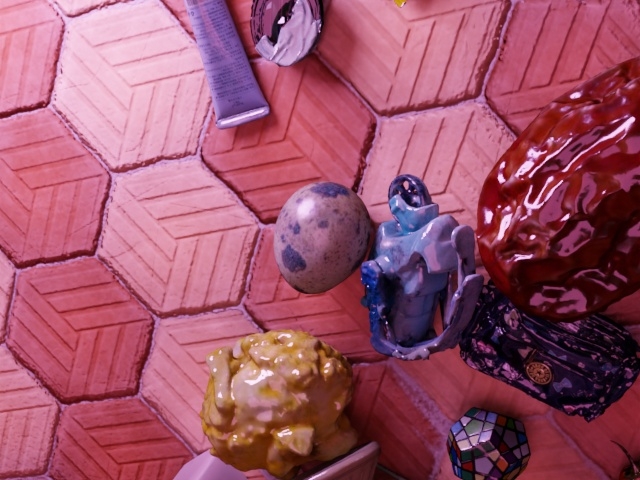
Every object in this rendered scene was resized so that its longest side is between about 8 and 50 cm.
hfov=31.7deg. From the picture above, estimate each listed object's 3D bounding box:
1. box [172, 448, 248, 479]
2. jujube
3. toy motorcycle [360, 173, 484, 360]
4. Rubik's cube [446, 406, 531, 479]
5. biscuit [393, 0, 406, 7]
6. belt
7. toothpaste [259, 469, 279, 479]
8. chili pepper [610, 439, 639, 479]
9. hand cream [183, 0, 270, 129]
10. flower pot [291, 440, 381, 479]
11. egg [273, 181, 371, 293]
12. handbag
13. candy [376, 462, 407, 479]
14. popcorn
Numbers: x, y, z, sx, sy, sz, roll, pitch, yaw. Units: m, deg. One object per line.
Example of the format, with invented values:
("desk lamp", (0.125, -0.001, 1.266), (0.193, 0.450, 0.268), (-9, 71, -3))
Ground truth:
("box", (-0.156, 0.491, 1.825), (0.106, 0.203, 0.252), (-35, 95, 23))
("jujube", (0.375, -0.068, 1.472), (0.377, 0.276, 0.276), (-38, 95, 23))
("toy motorcycle", (0.143, 0.051, 1.617), (0.206, 0.154, 0.260), (48, 138, 38))
("Rubik's cube", (0.254, 0.315, 1.708), (0.112, 0.133, 0.133), (-8, 106, -8))
("biscuit", (0.204, -0.428, 1.534), (0.292, 0.026, 0.048), (-39, 75, 22))
("belt", (-0.047, -0.319, 1.619), (0.105, 0.058, 0.140), (10, 106, 6))
("toothpaste", (-0.051, 0.417, 1.868), (0.048, 0.031, 0.190), (-36, 92, 25))
("chili pepper", (0.485, 0.371, 1.680), (0.086, 0.084, 0.192), (-34, 101, 5))
("hand cream", (-0.154, -0.291, 1.658), (0.088, 0.055, 0.256), (-15, 105, 11))
("flower pot", (0.044, 0.459, 1.727), (0.307, 0.307, 0.244), (-27, 83, 21))
("egg", (0.000, 0.000, 1.662), (0.141, 0.141, 0.182), (25, 118, 6))
("handbag", (0.330, 0.153, 1.628), (0.260, 0.113, 0.162), (28, 121, 5))
("candy", (0.168, 0.405, 1.801), (0.202, 0.061, 0.061), (28, 112, 14))
("popcorn", (-0.070, 0.248, 1.735), (0.256, 0.195, 0.255), (-39, 100, 4))
